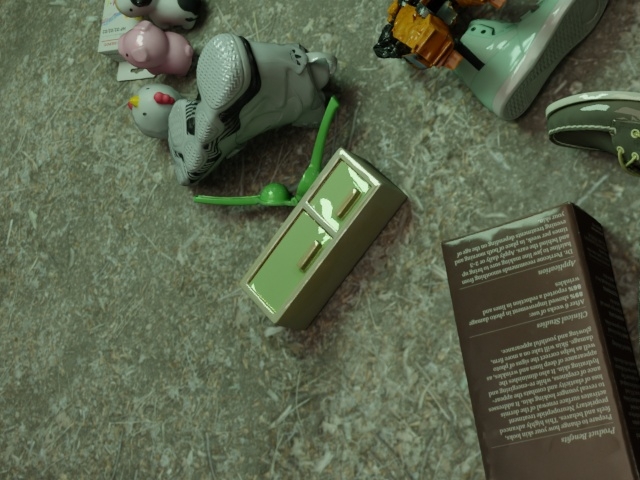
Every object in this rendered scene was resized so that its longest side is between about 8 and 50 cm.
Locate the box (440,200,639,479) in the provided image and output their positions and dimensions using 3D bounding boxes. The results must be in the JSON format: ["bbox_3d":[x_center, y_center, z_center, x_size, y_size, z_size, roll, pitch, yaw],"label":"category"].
[{"bbox_3d":[0.296,0.164,1.290,0.191,0.143,0.381,-18,68,28],"label":"box"}]

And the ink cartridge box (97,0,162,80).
[{"bbox_3d":[-0.351,-0.395,1.878,0.104,0.061,0.181,0,80,33],"label":"ink cartridge box"}]

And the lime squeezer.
[{"bbox_3d":[-0.066,-0.098,1.609,0.310,0.110,0.059,-32,23,28],"label":"lime squeezer"}]

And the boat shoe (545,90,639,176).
[{"bbox_3d":[0.429,-0.129,1.283,0.305,0.109,0.091,6,78,30],"label":"boat shoe"}]

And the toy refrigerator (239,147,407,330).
[{"bbox_3d":[0.000,0.000,1.543,0.269,0.094,0.102,-52,57,12],"label":"toy refrigerator"}]

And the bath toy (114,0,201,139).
[{"bbox_3d":[-0.285,-0.354,1.762,0.151,0.129,0.348,1,81,-5],"label":"bath toy"}]

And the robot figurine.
[{"bbox_3d":[0.167,-0.330,1.440,0.211,0.085,0.291,-53,14,12],"label":"robot figurine"}]

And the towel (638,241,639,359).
[{"bbox_3d":[0.486,0.160,1.077,0.324,0.312,0.056,26,61,34],"label":"towel"}]

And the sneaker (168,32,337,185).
[{"bbox_3d":[-0.115,-0.201,1.644,0.366,0.210,0.137,-51,49,55],"label":"sneaker"}]

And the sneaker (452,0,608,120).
[{"bbox_3d":[0.288,-0.311,1.425,0.256,0.094,0.151,-52,55,12],"label":"sneaker"}]
